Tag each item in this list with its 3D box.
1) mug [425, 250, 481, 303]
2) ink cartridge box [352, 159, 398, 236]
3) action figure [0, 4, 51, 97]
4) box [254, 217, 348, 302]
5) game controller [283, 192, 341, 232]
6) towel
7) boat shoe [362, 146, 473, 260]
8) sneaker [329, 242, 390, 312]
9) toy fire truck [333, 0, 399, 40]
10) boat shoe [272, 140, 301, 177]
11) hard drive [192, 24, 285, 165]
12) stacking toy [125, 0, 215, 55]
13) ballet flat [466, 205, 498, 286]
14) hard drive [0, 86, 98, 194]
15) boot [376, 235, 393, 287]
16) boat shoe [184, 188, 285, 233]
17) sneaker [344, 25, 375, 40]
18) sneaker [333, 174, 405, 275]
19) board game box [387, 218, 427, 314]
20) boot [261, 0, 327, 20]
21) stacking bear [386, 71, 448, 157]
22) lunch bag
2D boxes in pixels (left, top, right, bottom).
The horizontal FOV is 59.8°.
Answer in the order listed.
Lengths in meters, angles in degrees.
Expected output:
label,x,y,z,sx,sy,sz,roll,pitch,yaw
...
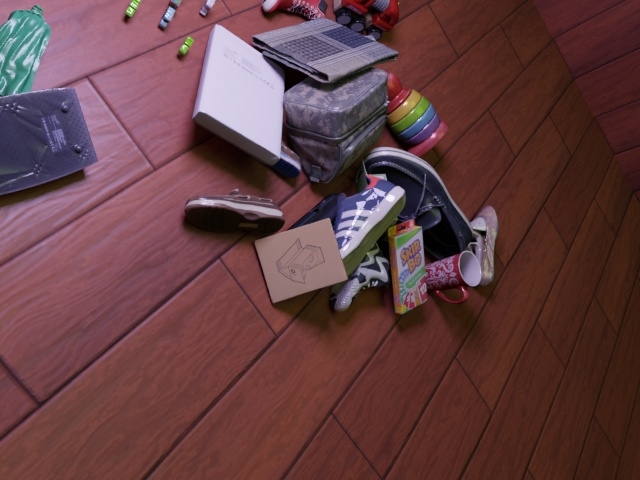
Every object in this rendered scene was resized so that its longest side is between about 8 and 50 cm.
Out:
label,x,y,z,sx,sy,sz,roll,pitch,yaw
mug,0.399,0.119,1.755,0.113,0.169,0.150,41,54,-24
ink cartridge box,0.159,-0.125,1.637,0.062,0.109,0.209,-6,66,-15
action figure,-0.614,-0.387,1.125,0.137,0.063,0.232,28,63,-29
box,-0.048,0.051,1.395,0.021,0.201,0.164,7,66,-82
game controller,0.000,0.000,1.537,0.319,0.067,0.166,-42,118,-40
towel,0.012,-0.539,1.582,0.312,0.056,0.324,36,46,27
boat shoe,0.312,-0.102,1.749,0.500,0.187,0.156,42,47,-29
sneaker,0.129,0.122,1.572,0.153,0.094,0.235,39,57,-29
toy fire truck,0.189,-0.813,1.831,0.217,0.246,0.158,12,68,-37
boat shoe,-0.129,-0.242,1.500,0.183,0.066,0.066,37,39,-25
hard drive,-0.198,-0.379,1.433,0.233,0.047,0.353,28,44,-31
stacking toy,-0.377,-0.590,1.409,0.167,0.052,0.221,32,59,-27
ballet flat,0.569,0.005,1.988,0.106,0.107,0.316,17,64,-21
hard drive,-0.574,-0.190,1.065,0.255,0.054,0.172,-30,118,-41
boot,0.235,0.079,1.687,0.219,0.082,0.106,40,51,-26
boat shoe,-0.214,-0.078,1.363,0.258,0.095,0.095,10,46,-37
sneaker,0.094,-0.653,1.805,0.225,0.088,0.092,-21,89,-43
sneaker,0.072,-0.033,1.495,0.148,0.131,0.350,37,74,22
board game box,0.256,0.075,1.631,0.124,0.039,0.259,-20,107,-39
boot,-0.066,-0.710,1.691,0.176,0.088,0.244,49,47,-19
stacking bear,0.273,-0.432,1.847,0.289,0.164,0.175,44,52,-16
lunch bag,0.056,-0.333,1.584,0.305,0.213,0.256,-46,147,-39
